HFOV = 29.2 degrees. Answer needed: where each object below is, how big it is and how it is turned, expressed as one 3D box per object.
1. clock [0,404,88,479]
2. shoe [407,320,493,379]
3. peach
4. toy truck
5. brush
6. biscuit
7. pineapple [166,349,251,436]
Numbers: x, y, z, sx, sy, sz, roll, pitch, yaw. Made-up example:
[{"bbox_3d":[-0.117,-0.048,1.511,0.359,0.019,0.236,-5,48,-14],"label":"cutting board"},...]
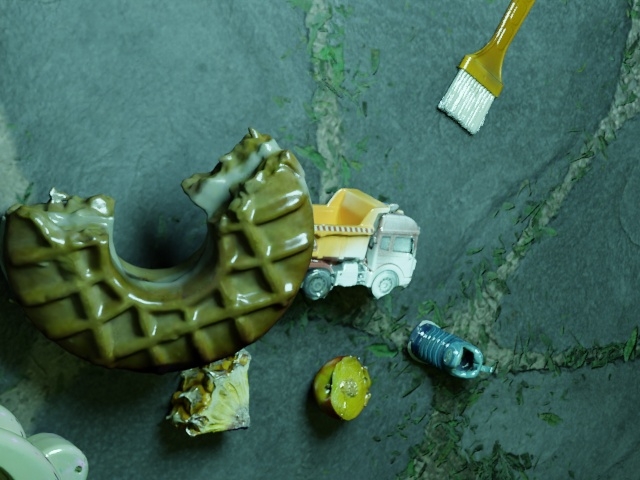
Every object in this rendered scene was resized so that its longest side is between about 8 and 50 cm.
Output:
[{"bbox_3d":[-0.441,0.316,1.421,0.309,0.114,0.283,21,87,-39],"label":"clock"},{"bbox_3d":[0.189,0.168,1.830,0.143,0.071,0.063,30,87,-32],"label":"shoe"},{"bbox_3d":[0.025,0.206,1.739,0.098,0.061,0.098,-3,94,-53],"label":"peach"},{"bbox_3d":[0.000,0.000,1.627,0.271,0.114,0.135,2,108,-32],"label":"toy truck"},{"bbox_3d":[0.270,-0.306,1.769,0.090,0.017,0.314,32,85,-39],"label":"brush"},{"bbox_3d":[-0.181,0.032,1.447,0.366,0.115,0.268,-15,117,-3],"label":"biscuit"},{"bbox_3d":[-0.132,0.209,1.627,0.137,0.069,0.116,-49,125,-13],"label":"pineapple"}]
